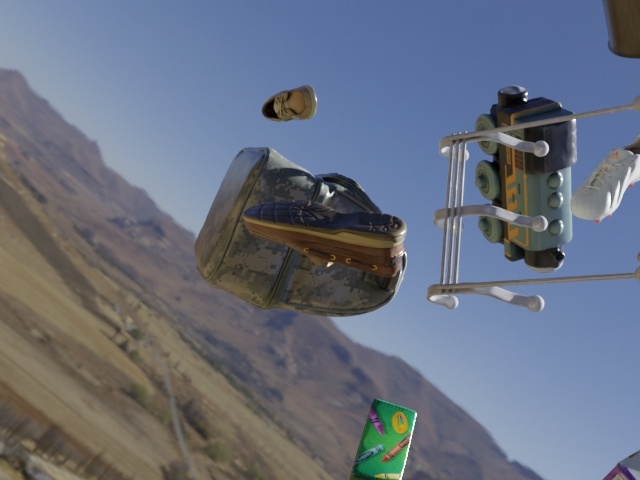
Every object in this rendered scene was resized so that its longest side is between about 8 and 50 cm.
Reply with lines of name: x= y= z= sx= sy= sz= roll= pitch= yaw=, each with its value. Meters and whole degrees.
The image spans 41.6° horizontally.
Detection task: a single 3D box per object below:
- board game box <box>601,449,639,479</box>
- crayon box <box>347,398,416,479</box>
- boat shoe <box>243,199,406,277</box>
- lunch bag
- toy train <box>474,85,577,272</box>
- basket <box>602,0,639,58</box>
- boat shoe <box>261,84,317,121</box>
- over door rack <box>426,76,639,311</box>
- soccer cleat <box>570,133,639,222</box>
board game box: x=0.339 y=0.326 z=0.871 sx=0.144 sy=0.142 sz=0.275 roll=54 pitch=-33 yaw=30
crayon box: x=0.083 y=0.426 z=1.434 sx=0.081 sy=0.165 sz=0.278 roll=17 pitch=-51 yaw=6
boat shoe: x=0.000 y=0.000 z=0.856 sx=0.178 sy=0.064 sz=0.060 roll=10 pitch=-63 yaw=23
lunch bag: x=-0.029 y=0.001 z=1.230 sx=0.256 sy=0.212 sz=0.305 roll=26 pitch=-1 yaw=-14
toy train: x=0.369 y=-0.103 z=1.499 sx=0.190 sy=0.142 sz=0.333 roll=-133 pitch=-148 yaw=-62
basket: x=0.249 y=-0.263 z=0.537 sx=0.227 sy=0.204 sz=0.154 roll=60 pitch=27 yaw=-23
boat shoe: x=-0.046 y=-0.194 z=1.222 sx=0.135 sy=0.045 sz=0.050 roll=-7 pitch=-83 yaw=67
over door rack: x=0.287 y=-0.042 z=1.039 sx=0.324 sy=0.239 sz=0.108 roll=-12 pitch=-27 yaw=43
soccer cleat: x=0.435 y=-0.096 z=1.259 sx=0.068 sy=0.196 sz=0.076 roll=27 pitch=-43 yaw=34
